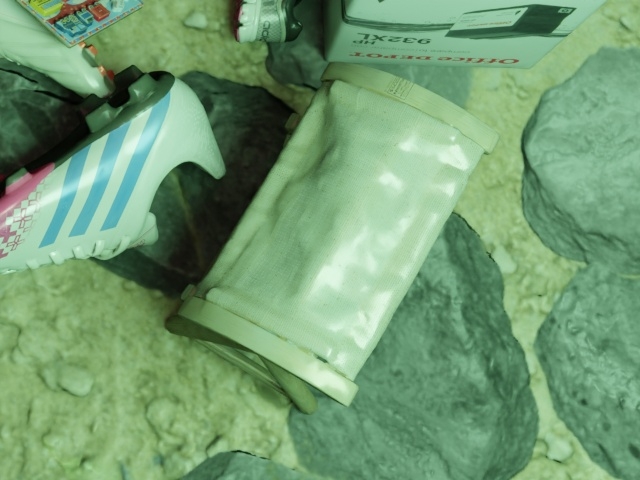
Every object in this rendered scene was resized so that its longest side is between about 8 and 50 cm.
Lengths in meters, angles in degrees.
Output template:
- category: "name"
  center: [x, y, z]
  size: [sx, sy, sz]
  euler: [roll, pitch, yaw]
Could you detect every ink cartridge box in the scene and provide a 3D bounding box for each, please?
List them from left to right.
- category: "ink cartridge box"
  center: [0.131, -0.258, 1.110]
  size: [0.223, 0.307, 0.129]
  euler: [1, 82, -8]

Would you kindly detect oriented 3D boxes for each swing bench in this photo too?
- category: "swing bench"
  center: [0.000, 0.000, 1.070]
  size: [0.165, 0.254, 0.253]
  euler: [31, 77, -1]

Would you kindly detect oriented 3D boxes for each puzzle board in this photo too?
- category: "puzzle board"
  center: [-0.235, -0.236, 1.164]
  size: [0.096, 0.011, 0.128]
  euler: [42, 37, 1]

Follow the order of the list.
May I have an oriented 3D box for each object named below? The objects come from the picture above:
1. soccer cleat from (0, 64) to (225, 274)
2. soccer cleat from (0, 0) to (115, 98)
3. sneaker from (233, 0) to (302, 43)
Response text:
- category: "soccer cleat"
  center: [-0.234, -0.018, 1.115]
  size: [0.331, 0.116, 0.143]
  euler: [-36, 113, -4]
- category: "soccer cleat"
  center: [-0.275, -0.188, 1.167]
  size: [0.196, 0.068, 0.076]
  euler: [44, 93, 2]
- category: "sneaker"
  center: [-0.037, -0.268, 1.215]
  size: [0.075, 0.063, 0.170]
  euler: [12, 77, -13]
